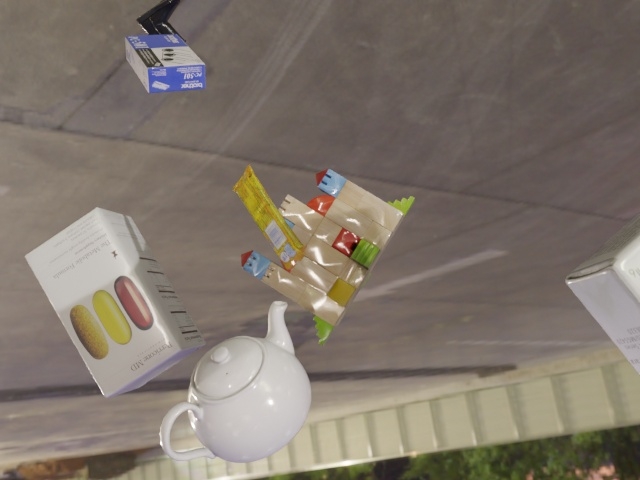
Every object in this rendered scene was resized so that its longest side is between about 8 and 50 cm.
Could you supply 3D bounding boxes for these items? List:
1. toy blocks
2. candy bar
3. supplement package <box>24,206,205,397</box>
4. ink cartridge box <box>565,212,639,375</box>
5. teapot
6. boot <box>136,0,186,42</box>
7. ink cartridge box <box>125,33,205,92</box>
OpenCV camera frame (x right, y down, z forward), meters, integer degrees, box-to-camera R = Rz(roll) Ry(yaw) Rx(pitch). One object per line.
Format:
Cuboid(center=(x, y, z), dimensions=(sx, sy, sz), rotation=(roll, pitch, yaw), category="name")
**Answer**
Cuboid(center=(0.000, 0.000, 1.690), dimensions=(0.260, 0.381, 0.191), rotation=(32, 179, 8), category="toy blocks")
Cuboid(center=(-0.064, -0.030, 0.916), dimensions=(0.018, 0.161, 0.040), rotation=(15, 122, -49), category="candy bar")
Cuboid(center=(-0.304, 0.093, 1.149), dimensions=(0.139, 0.244, 0.134), rotation=(-34, 172, 4), category="supplement package")
Cuboid(center=(0.337, 0.037, 0.502), dimensions=(0.275, 0.239, 0.060), rotation=(-36, 177, -19), category="ink cartridge box")
Cuboid(center=(-0.153, 0.272, 1.403), dimensions=(0.252, 0.256, 0.187), rotation=(-19, 127, 12), category="teapot")
Cuboid(center=(-0.330, -0.465, 1.646), dimensions=(0.121, 0.045, 0.099), rotation=(-29, 114, 16), category="boot")
Cuboid(center=(-0.272, -0.310, 1.315), dimensions=(0.097, 0.207, 0.046), rotation=(-9, 120, -20), category="ink cartridge box")
